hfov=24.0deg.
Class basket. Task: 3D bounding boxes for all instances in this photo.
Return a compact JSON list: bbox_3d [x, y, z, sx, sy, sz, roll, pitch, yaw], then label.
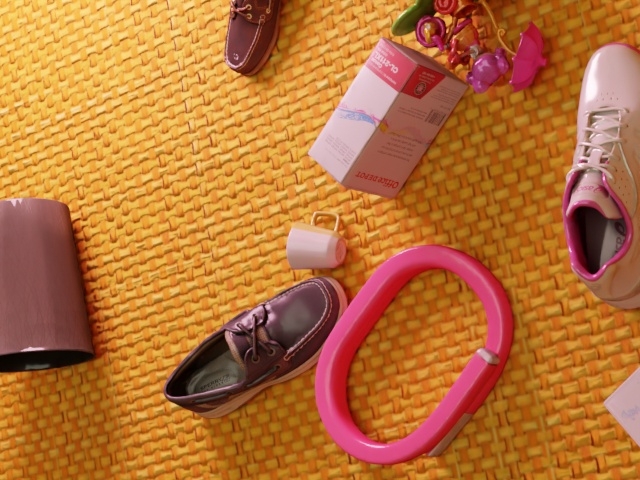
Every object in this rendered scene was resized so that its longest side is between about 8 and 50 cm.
[{"bbox_3d":[-0.418,0.063,2.154,0.204,0.154,0.227,-11,75,30],"label":"basket"}]

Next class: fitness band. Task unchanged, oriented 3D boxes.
[{"bbox_3d":[0.110,0.143,1.852,0.209,0.054,0.291,44,107,29],"label":"fitness band"}]

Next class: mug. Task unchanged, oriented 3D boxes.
[{"bbox_3d":[-0.002,0.002,1.939,0.064,0.062,0.078,6,95,26],"label":"mug"}]

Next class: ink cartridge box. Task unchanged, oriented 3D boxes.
[{"bbox_3d":[0.083,-0.149,1.857,0.072,0.127,0.175,42,107,30],"label":"ink cartridge box"}]

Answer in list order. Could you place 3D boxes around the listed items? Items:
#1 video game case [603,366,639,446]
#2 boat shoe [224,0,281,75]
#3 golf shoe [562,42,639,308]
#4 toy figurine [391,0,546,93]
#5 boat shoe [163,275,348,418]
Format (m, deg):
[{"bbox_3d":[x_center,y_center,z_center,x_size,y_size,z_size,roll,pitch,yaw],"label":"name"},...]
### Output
[{"bbox_3d":[0.414,0.182,1.669,0.157,0.019,0.143,-49,62,20],"label":"video game case"},{"bbox_3d":[-0.090,-0.326,2.024,0.073,0.073,0.207,22,98,32],"label":"boat shoe"},{"bbox_3d":[0.330,-0.080,1.683,0.115,0.140,0.306,-8,79,34],"label":"golf shoe"},{"bbox_3d":[0.193,-0.243,1.807,0.173,0.130,0.159,-38,75,20],"label":"toy figurine"},{"bbox_3d":[-0.088,0.142,1.958,0.285,0.092,0.103,-35,67,25],"label":"boat shoe"}]
